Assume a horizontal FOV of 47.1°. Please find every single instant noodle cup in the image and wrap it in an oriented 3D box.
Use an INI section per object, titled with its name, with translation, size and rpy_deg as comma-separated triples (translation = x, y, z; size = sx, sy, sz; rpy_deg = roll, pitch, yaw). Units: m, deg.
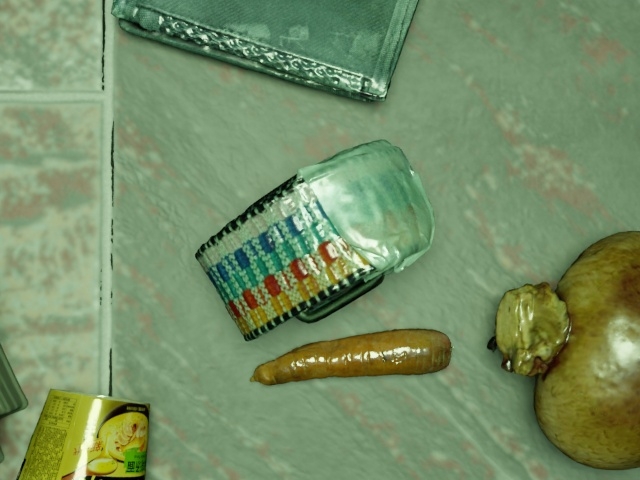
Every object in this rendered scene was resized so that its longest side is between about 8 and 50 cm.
[instant noodle cup]
translation = -0.261, 0.235, 0.829
size = 0.152, 0.151, 0.122
rpy_deg = 8, 75, 0

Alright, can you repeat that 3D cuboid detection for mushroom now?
[mushroom]
translation = 0.334, 0.120, 0.811
size = 0.283, 0.195, 0.263
rpy_deg = 3, 92, -1

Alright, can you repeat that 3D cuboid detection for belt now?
[belt]
translation = 0.000, 0.000, 0.806
size = 0.258, 0.207, 0.150
rpy_deg = -32, 88, 15

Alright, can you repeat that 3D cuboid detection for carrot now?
[carrot]
translation = 0.036, 0.141, 0.876
size = 0.248, 0.059, 0.059
rpy_deg = -7, 87, 2

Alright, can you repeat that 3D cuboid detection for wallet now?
[wallet]
translation = -0.051, -0.316, 0.892
size = 0.342, 0.075, 0.237
rpy_deg = 17, 81, 2

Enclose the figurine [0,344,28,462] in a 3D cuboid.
[figurine]
translation = -0.425, 0.197, 0.751
size = 0.167, 0.285, 0.342
rpy_deg = 2, 89, -2
